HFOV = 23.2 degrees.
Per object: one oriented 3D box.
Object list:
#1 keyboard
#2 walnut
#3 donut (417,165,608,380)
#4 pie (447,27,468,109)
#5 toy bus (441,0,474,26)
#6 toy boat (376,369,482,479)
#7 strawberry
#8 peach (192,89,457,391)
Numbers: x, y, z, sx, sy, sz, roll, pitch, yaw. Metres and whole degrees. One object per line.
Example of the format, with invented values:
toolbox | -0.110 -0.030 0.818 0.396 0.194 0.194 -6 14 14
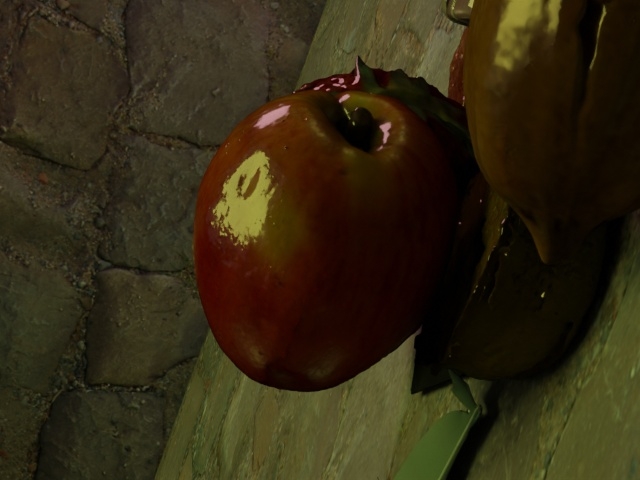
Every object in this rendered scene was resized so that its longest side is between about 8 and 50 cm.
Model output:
keyboard | 0.137 0.115 1.626 0.231 0.023 0.072 137 143 -71
walnut | 0.209 -0.145 1.190 0.209 0.209 0.336 -140 60 -79
donut | 0.175 0.013 1.381 0.272 0.107 0.272 -160 90 -85
pie | 0.192 -0.214 1.823 0.182 0.049 0.182 -161 90 -78
toy bus | 0.218 -0.299 1.565 0.142 0.142 0.202 -130 56 -78
toy boat | 0.084 0.272 1.513 0.291 0.070 0.210 122 161 -45
strawberry | 0.039 -0.035 1.693 0.310 0.292 0.292 -51 18 21
peach | 0.000 0.000 1.422 0.281 0.238 0.281 -172 90 -76
